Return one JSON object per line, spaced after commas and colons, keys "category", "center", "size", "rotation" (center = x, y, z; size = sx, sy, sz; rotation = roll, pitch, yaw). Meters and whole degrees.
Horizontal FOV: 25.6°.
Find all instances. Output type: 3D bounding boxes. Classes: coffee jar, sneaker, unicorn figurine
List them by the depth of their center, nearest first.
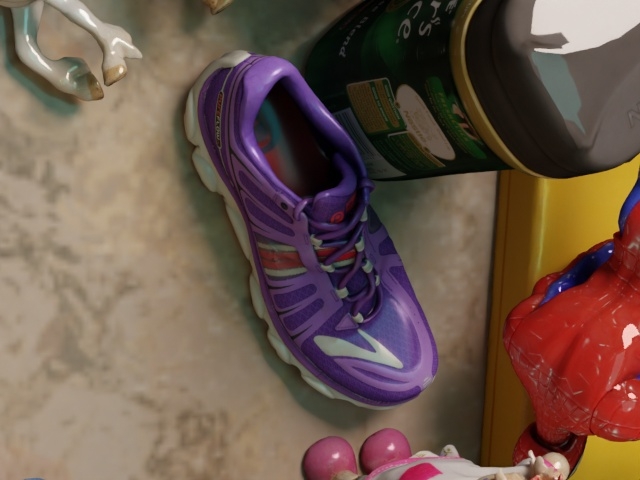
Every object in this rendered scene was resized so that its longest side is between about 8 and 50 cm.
{"category": "unicorn figurine", "center": [-0.101, -0.114, 0.549], "size": [0.162, 0.060, 0.111], "rotation": [-41, 98, -31]}
{"category": "coffee jar", "center": [0.071, -0.071, 0.550], "size": [0.096, 0.184, 0.079], "rotation": [-39, 106, -18]}
{"category": "sneaker", "center": [0.000, 0.000, 0.585], "size": [0.068, 0.071, 0.170], "rotation": [-36, 106, -18]}

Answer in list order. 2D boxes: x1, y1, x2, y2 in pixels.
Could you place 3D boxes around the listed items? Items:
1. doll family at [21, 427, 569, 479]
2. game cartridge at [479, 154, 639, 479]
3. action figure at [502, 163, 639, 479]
{"category": "doll family", "center": [-0.019, 0.147, 0.531], "size": [0.263, 0.163, 0.118], "rotation": [-5, 94, -23]}
{"category": "game cartridge", "center": [0.231, 0.057, 0.703], "size": [0.324, 0.053, 0.285], "rotation": [4, 90, -21]}
{"category": "action figure", "center": [0.172, -0.010, 0.583], "size": [0.139, 0.091, 0.280], "rotation": [8, 118, -42]}
